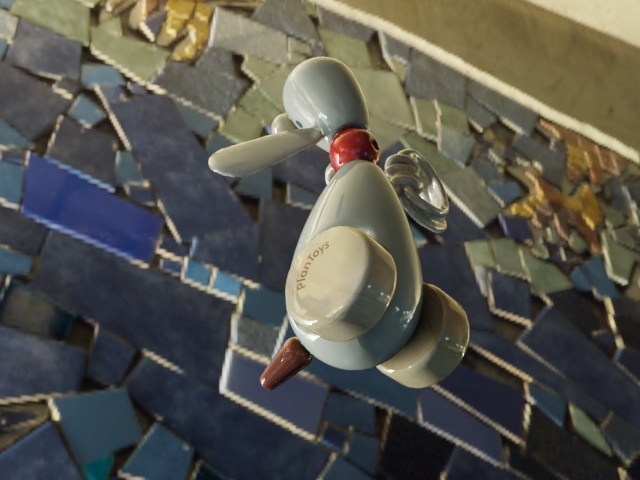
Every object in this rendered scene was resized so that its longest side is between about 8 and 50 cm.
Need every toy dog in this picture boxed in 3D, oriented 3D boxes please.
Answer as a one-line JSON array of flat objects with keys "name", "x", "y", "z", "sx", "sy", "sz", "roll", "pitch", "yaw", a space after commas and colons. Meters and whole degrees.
[{"name": "toy dog", "x": 0.000, "y": 0.000, "z": 0.849, "sx": 0.161, "sy": 0.333, "sz": 0.220, "roll": -32, "pitch": 115, "yaw": 20}]
